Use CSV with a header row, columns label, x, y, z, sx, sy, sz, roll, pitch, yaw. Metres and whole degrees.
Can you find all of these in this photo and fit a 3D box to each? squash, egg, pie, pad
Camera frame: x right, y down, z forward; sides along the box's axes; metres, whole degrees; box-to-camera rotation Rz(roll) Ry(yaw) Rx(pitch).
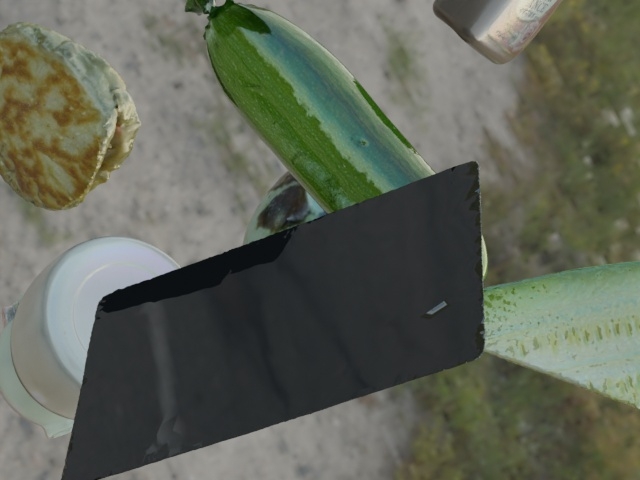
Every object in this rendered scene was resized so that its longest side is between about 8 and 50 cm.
label,x,y,z,sx,sy,sz,roll,pitch,yaw
squash,0.260,0.139,1.864,0.111,0.289,0.203,28,47,-83
egg,0.000,0.000,1.900,0.169,0.169,0.231,31,75,-52
squash,0.011,-0.089,1.433,0.378,0.101,0.101,47,18,17
pie,-0.282,-0.128,1.709,0.179,0.205,0.084,41,38,4
pad,-0.027,0.049,0.945,0.009,0.265,0.159,54,26,-35

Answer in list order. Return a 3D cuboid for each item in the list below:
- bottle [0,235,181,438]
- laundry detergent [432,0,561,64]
label,x,y,z,sx,sy,sz,roll,pitch,yaw
bottle,-0.209,0.095,1.439,0.148,0.236,0.147,9,69,-26
laundry detergent,0.230,-0.293,1.708,0.076,0.237,0.171,44,10,21
